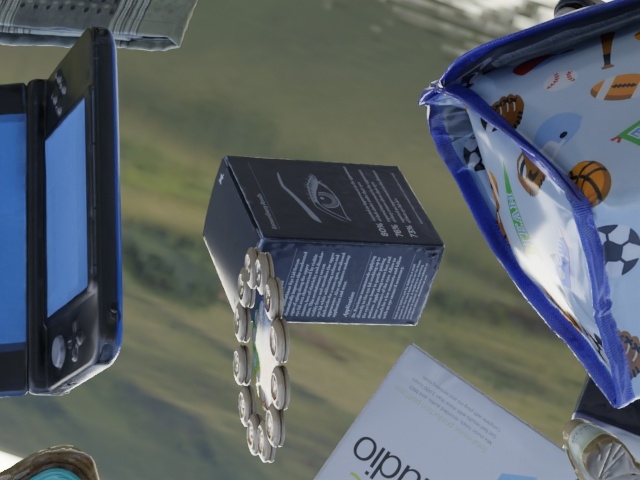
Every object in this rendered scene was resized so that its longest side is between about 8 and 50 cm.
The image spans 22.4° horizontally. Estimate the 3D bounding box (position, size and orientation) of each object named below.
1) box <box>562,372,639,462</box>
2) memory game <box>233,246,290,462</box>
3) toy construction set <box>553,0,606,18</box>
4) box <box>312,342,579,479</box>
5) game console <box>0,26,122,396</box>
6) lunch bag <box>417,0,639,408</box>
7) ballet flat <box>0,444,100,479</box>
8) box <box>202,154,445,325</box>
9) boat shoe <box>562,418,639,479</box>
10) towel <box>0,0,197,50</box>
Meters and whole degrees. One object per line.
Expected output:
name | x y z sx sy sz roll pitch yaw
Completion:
box | 0.432 0.272 1.895 0.294 0.182 0.296 21 142 14
memory game | -0.052 0.098 1.382 0.012 0.186 0.186 -1 -175 -15
toy construction set | 0.459 -0.237 2.302 0.237 0.257 0.309 6 -163 17
box | 0.086 0.289 1.480 0.232 0.322 0.058 34 180 8
game console | -0.287 -0.018 1.389 0.173 0.293 0.250 3 164 -24
lunch bag | 0.290 -0.091 1.362 0.328 0.239 0.385 -19 -151 -6
ballet flat | -0.369 0.308 1.639 0.116 0.342 0.124 55 -175 -12
box | 0.000 0.000 1.666 0.207 0.108 0.153 3 -145 -22
boat shoe | 0.231 0.184 1.294 0.045 0.050 0.135 44 170 44
towel | -0.250 -0.356 1.895 0.312 0.324 0.056 8 152 22
